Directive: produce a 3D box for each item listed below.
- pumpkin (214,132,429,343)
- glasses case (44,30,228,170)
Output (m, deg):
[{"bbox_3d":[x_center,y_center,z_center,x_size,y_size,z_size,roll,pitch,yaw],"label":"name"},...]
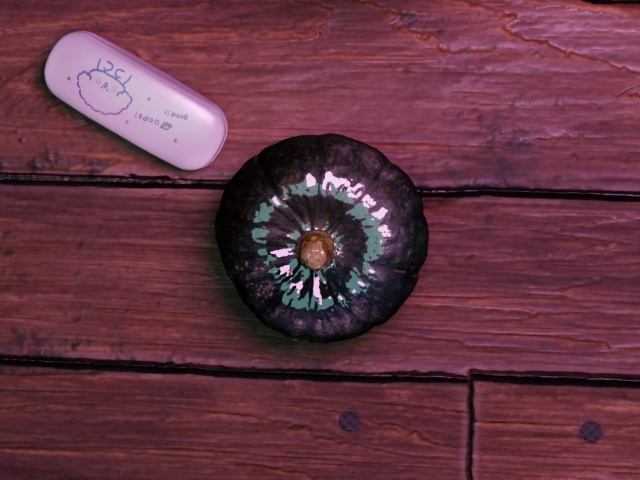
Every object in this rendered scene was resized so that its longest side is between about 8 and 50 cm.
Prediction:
[{"bbox_3d":[0.000,-0.002,1.875,0.211,0.152,0.212,0,87,6],"label":"pumpkin"},{"bbox_3d":[-0.186,-0.141,1.924,0.197,0.049,0.076,31,105,0],"label":"glasses case"}]
